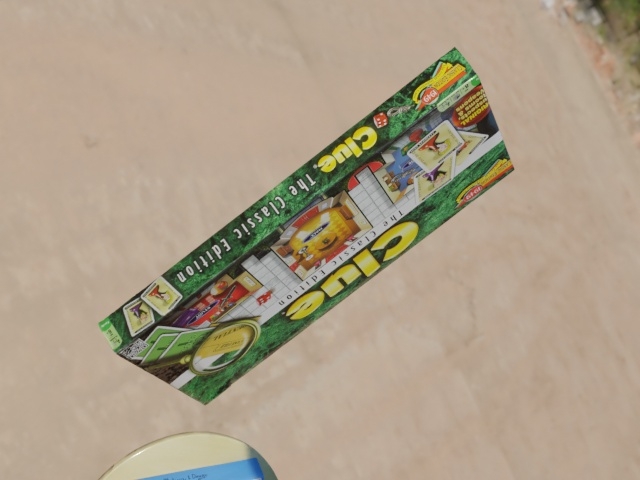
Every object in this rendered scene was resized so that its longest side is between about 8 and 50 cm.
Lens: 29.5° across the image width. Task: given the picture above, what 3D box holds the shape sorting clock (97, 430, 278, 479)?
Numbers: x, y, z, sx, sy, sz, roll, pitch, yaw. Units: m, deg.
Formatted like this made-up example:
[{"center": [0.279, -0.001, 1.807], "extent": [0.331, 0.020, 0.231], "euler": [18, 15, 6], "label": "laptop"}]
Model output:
[{"center": [-0.126, 0.261, 1.065], "extent": [0.206, 0.206, 0.040], "euler": [46, -3, -37], "label": "shape sorting clock"}]

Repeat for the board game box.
[{"center": [0.000, 0.000, 0.745], "extent": [0.030, 0.259, 0.136], "euler": [53, 3, 25], "label": "board game box"}]
